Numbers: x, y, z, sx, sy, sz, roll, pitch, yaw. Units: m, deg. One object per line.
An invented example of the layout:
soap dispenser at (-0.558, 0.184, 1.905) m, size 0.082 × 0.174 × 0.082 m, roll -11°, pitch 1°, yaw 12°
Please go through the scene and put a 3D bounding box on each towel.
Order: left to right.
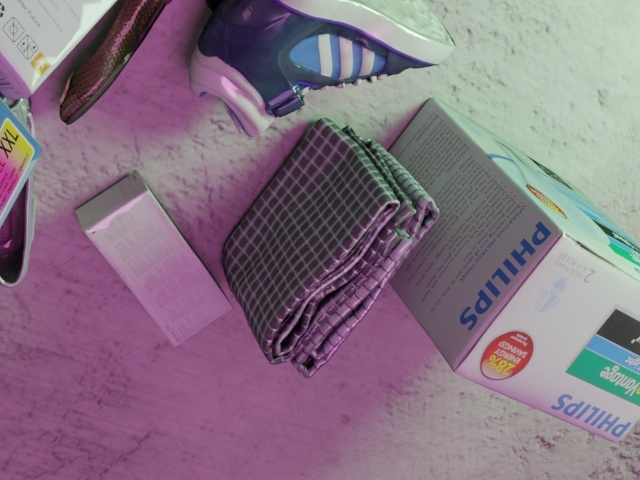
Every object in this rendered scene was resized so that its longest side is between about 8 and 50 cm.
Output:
towel at (0.000, 0.000, 1.646) m, size 0.121 × 0.235 × 0.284 m, roll 30°, pitch 105°, yaw -32°

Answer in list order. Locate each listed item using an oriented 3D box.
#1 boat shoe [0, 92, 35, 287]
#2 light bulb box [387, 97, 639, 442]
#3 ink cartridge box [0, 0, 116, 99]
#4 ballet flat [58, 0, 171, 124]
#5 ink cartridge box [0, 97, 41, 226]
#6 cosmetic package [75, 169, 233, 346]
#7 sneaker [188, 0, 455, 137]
boat shoe at (-0.382, -0.097, 1.470) m, size 0.118 × 0.103 × 0.320 m, roll -10°, pitch 126°, yaw -21°
light bulb box at (0.276, 0.040, 1.725) m, size 0.358 × 0.361 × 0.225 m, roll 26°, pitch 108°, yaw -37°
ink cartridge box at (-0.297, -0.353, 1.240) m, size 0.304 × 0.072 × 0.307 m, roll 52°, pitch 56°, yaw -30°
ballet flat at (-0.233, -0.242, 1.473) m, size 0.058 × 0.084 × 0.250 m, roll 37°, pitch 102°, yaw -10°
ink cartridge box at (-0.498, -0.159, 1.223) m, size 0.395 × 0.270 × 0.151 m, roll 60°, pitch 41°, yaw -48°
cosmetic package at (-0.216, 0.027, 1.667) m, size 0.099 × 0.060 × 0.239 m, roll -34°, pitch 130°, yaw -4°
sneaker at (-0.012, -0.222, 1.575) m, size 0.322 × 0.130 × 0.236 m, roll 10°, pitch 133°, yaw -43°
